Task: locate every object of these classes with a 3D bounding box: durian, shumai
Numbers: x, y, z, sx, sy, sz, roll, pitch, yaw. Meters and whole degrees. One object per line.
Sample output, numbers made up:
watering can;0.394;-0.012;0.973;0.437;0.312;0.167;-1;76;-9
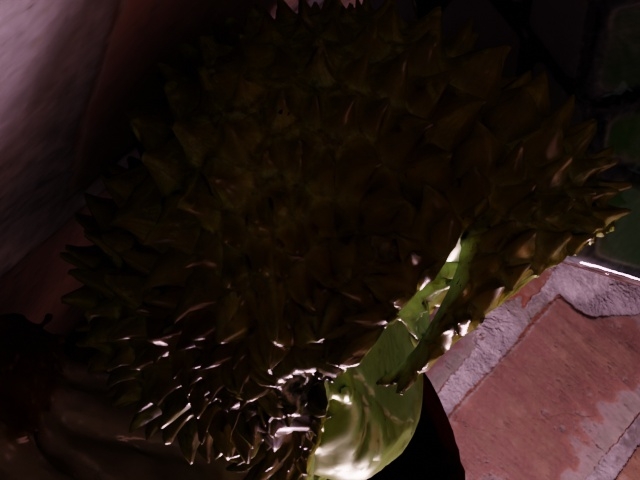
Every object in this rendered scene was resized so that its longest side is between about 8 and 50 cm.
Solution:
durian;-0.002;0.000;0.608;0.200;0.176;0.237;-57;-175;-21
shumai;-0.131;0.093;0.669;0.201;0.201;0.120;-41;132;-50

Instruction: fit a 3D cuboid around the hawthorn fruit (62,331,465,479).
hawthorn fruit;-0.055;0.157;0.938;0.316;0.316;0.316;-45;176;-4

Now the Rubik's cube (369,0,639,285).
Rubik's cube;0.180;-0.107;0.734;0.264;0.319;0.319;-14;-164;35
